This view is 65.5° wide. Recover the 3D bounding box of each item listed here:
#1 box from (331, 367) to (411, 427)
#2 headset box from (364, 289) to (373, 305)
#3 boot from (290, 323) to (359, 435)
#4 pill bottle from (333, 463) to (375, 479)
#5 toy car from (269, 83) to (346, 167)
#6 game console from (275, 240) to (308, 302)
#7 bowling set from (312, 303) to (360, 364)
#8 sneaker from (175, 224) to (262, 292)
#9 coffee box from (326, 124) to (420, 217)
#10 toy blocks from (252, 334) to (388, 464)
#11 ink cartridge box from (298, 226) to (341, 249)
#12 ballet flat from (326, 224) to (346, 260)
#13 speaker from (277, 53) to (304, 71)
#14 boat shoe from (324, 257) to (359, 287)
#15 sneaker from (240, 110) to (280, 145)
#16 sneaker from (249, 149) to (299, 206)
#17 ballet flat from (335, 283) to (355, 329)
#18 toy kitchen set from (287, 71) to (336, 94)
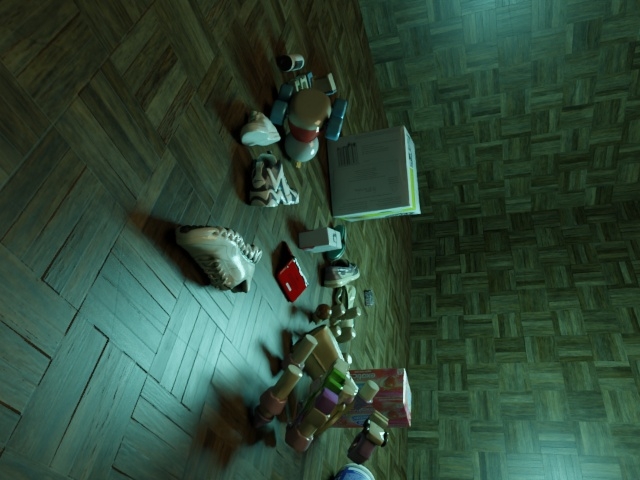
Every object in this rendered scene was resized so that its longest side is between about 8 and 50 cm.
[{"bbox_3d":[0.157,0.553,1.738,0.142,0.299,0.154,-77,155,-49],"label":"box"},{"bbox_3d":[0.245,0.295,2.518,0.062,0.032,0.083,4,79,-72],"label":"headset box"},{"bbox_3d":[-0.016,0.435,1.551,0.270,0.236,0.089,60,-18,-9],"label":"boot"},{"bbox_3d":[0.089,0.880,1.666,0.264,0.153,0.153,-11,95,-72],"label":"pill bottle"},{"bbox_3d":[-0.053,-0.352,1.630,0.238,0.219,0.210,108,-4,-45],"label":"toy car"},{"bbox_3d":[-0.100,0.099,1.554,0.124,0.085,0.144,-48,138,-24],"label":"game console"},{"bbox_3d":[0.015,0.291,1.699,0.200,0.154,0.287,54,31,-23],"label":"bowling set"},{"bbox_3d":[-0.216,0.043,1.086,0.292,0.110,0.118,41,55,-64],"label":"sneaker"},{"bbox_3d":[0.243,-0.275,2.196,0.334,0.337,0.339,7,78,-72],"label":"coffee box"},{"bbox_3d":[-0.016,0.472,1.332,0.260,0.308,0.288,-56,177,12],"label":"toy blocks"},{"bbox_3d":[0.000,0.000,1.734,0.150,0.109,0.063,17,65,-71],"label":"ink cartridge box"},{"bbox_3d":[0.072,0.024,2.017,0.213,0.072,0.068,-75,161,-46],"label":"ballet flat"},{"bbox_3d":[-0.101,-0.610,1.703,0.136,0.055,0.055,-55,136,-64],"label":"speaker"},{"bbox_3d":[0.086,0.116,1.982,0.285,0.102,0.093,-23,111,-65],"label":"boat shoe"},{"bbox_3d":[-0.178,-0.316,1.370,0.212,0.080,0.094,-34,106,-77],"label":"sneaker"},{"bbox_3d":[-0.128,-0.179,1.420,0.235,0.094,0.153,-16,109,-62],"label":"sneaker"},{"bbox_3d":[0.087,0.275,1.993,0.086,0.086,0.249,65,25,-46],"label":"ballet flat"},{"bbox_3d":[-0.008,-0.537,1.784,0.207,0.166,0.122,-63,143,-59],"label":"toy kitchen set"}]
